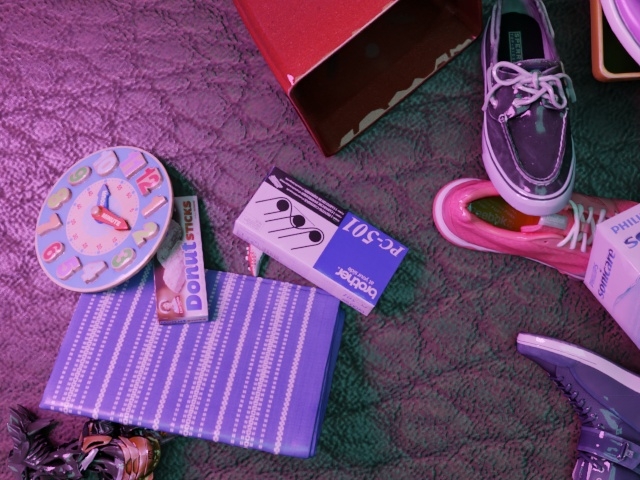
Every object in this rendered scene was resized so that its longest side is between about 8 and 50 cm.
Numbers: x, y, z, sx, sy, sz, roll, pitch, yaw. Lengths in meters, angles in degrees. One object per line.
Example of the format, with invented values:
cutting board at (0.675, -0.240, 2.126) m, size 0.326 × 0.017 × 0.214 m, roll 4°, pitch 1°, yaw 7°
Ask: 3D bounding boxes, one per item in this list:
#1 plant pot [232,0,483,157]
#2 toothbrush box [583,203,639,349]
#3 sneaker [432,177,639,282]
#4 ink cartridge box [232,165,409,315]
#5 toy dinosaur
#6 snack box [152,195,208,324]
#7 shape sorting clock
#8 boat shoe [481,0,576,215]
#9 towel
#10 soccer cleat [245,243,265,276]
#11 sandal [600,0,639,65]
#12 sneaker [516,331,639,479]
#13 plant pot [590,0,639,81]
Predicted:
plant pot at (0.020, -0.304, 1.264) m, size 0.267 × 0.267 × 0.235 m, roll -39°, pitch 74°, yaw 0°
toothbrush box at (0.475, 0.073, 1.151) m, size 0.216 × 0.126 × 0.295 m, roll -24°, pitch 54°, yaw -12°
sneaker at (0.298, -0.011, 1.286) m, size 0.314 × 0.136 × 0.116 m, roll 9°, pitch 89°, yaw 2°
ink cartridge box at (0.000, 0.000, 1.327) m, size 0.207 × 0.046 × 0.097 m, roll 32°, pitch 66°, yaw 3°
toy dinosaur at (-0.277, 0.259, 1.296) m, size 0.218 × 0.164 × 0.322 m, roll 1°, pitch 60°, yaw -13°
snack box at (-0.183, 0.023, 1.319) m, size 0.064 × 0.022 × 0.178 m, roll -4°, pitch 60°, yaw -9°
shape sorting clock at (-0.281, -0.031, 1.322) m, size 0.206 × 0.040 × 0.206 m, roll -9°, pitch 61°, yaw 17°
boat shoe at (0.254, -0.180, 1.250) m, size 0.113 × 0.105 × 0.306 m, roll 2°, pitch 61°, yaw 4°
towel at (-0.148, 0.139, 1.283) m, size 0.336 × 0.040 × 0.243 m, roll 10°, pitch 51°, yaw 2°
soccer cleat at (-0.079, 0.006, 1.355) m, size 0.036 × 0.029 × 0.083 m, roll 0°, pitch 83°, yaw 7°
sandal at (0.376, -0.345, 1.126) m, size 0.169 × 0.102 × 0.416 m, roll -22°, pitch 87°, yaw 2°
sneaker at (0.328, 0.223, 1.300) m, size 0.226 × 0.086 × 0.163 m, roll 27°, pitch 86°, yaw 2°
plant pot at (0.427, -0.291, 1.267) m, size 0.212 × 0.187 × 0.212 m, roll -2°, pitch 88°, yaw 3°
